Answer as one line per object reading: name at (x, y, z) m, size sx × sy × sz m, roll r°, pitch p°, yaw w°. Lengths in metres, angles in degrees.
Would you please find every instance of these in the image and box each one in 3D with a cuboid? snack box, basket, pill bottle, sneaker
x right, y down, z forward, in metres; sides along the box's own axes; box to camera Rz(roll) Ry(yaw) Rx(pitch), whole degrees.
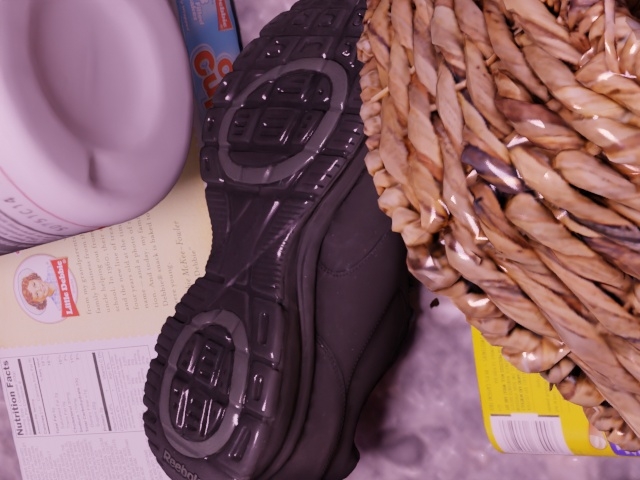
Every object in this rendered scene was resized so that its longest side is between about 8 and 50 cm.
snack box at (-0.117, 0.001, 0.940) m, size 0.187 × 0.060 × 0.321 m, roll -7°, pitch 98°, yaw 31°
basket at (0.160, -0.093, 0.602) m, size 0.213 × 0.299 × 0.223 m, roll 39°, pitch 122°, yaw -15°
pill bottle at (-0.223, -0.060, 0.856) m, size 0.283 × 0.161 × 0.161 m, roll -14°, pitch 95°, yaw 33°
sneaker at (0.000, 0.000, 0.853) m, size 0.109 × 0.130 × 0.286 m, roll 18°, pitch 89°, yaw 41°

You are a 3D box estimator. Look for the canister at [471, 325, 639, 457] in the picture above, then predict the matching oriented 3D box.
canister at (0.163, 0.048, 0.787) m, size 0.170 × 0.073 × 0.126 m, roll -2°, pitch 100°, yaw 31°
